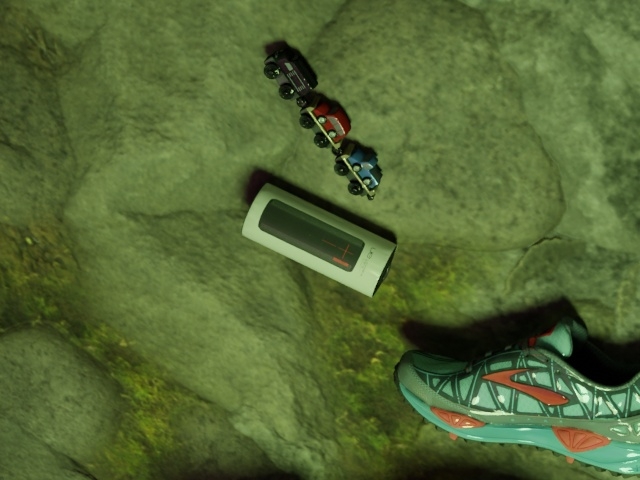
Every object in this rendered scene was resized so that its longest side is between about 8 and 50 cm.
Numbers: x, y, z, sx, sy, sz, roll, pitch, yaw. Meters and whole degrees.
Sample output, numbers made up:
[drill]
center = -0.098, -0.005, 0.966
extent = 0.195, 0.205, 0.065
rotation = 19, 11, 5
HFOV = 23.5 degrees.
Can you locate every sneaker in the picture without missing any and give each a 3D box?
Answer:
[sneaker]
center = 0.197, 0.118, 1.385
extent = 0.262, 0.104, 0.125
rotation = 11, 112, 14

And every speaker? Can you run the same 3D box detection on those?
[speaker]
center = 0.000, 0.000, 1.403
extent = 0.136, 0.055, 0.055
rotation = 26, 132, 7

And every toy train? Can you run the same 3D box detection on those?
[toy train]
center = 0.007, -0.101, 1.341
extent = 0.036, 0.027, 0.158
rotation = -27, 109, 27
